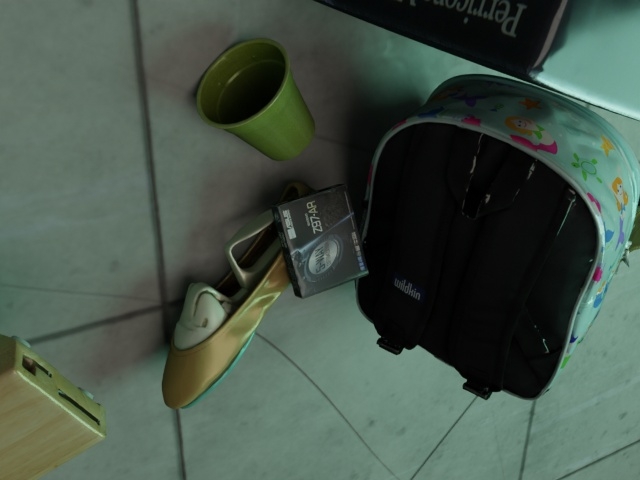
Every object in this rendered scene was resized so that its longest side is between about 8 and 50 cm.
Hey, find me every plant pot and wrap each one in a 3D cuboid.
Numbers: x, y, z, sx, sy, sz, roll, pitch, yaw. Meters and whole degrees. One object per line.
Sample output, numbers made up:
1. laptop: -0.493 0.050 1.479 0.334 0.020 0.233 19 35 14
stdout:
1. plant pot: -0.044 -0.104 0.617 0.083 0.083 0.079 -47 142 -2

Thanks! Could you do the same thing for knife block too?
1. knife block: -0.304 0.169 0.497 0.088 0.276 0.242 54 52 -40

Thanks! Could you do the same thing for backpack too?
1. backpack: 0.153 -0.015 0.669 0.191 0.225 0.253 -44 149 -35

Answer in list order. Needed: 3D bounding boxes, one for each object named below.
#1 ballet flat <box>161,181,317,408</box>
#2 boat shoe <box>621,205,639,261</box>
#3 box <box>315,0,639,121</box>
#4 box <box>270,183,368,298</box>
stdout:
1. ballet flat: -0.075 0.041 0.678 0.232 0.080 0.073 -49 122 -12
2. boat shoe: 0.375 -0.008 0.955 0.153 0.048 0.056 -33 116 -21
3. box: 0.182 -0.306 0.504 0.212 0.293 0.395 7 110 -34
4. box: 0.000 0.000 0.655 0.067 0.018 0.083 -18 102 -22
